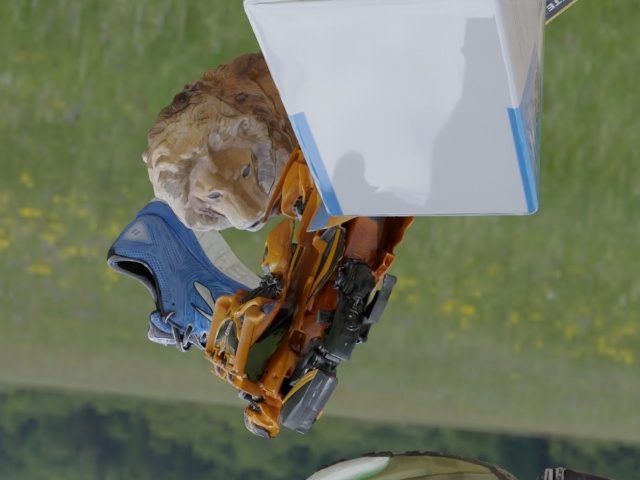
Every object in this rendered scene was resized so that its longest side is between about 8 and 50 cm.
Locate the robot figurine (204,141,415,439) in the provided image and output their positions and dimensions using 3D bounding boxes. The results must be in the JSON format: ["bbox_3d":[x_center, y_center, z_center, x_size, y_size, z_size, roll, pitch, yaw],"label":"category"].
[{"bbox_3d":[0.000,0.000,1.284,0.085,0.291,0.211,24,176,-15],"label":"robot figurine"}]

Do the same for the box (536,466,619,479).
[{"bbox_3d":[0.240,0.523,1.462,0.297,0.472,0.480,14,142,-5],"label":"box"}]

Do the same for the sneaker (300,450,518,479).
[{"bbox_3d":[-0.007,0.306,1.308,0.410,0.182,0.158,-36,140,20],"label":"sneaker"}]

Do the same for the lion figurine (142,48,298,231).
[{"bbox_3d":[0.001,-0.153,1.578,0.142,0.392,0.240,23,162,31],"label":"lion figurine"}]

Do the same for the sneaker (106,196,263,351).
[{"bbox_3d":[-0.130,0.100,2.150,0.330,0.147,0.130,44,158,15],"label":"sneaker"}]

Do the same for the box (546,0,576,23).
[{"bbox_3d":[0.140,-0.311,2.013,0.322,0.257,0.079,-38,146,14],"label":"box"}]

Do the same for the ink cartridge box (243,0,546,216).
[{"bbox_3d":[0.056,-0.198,0.996,0.129,0.308,0.223,-1,152,13],"label":"ink cartridge box"}]
